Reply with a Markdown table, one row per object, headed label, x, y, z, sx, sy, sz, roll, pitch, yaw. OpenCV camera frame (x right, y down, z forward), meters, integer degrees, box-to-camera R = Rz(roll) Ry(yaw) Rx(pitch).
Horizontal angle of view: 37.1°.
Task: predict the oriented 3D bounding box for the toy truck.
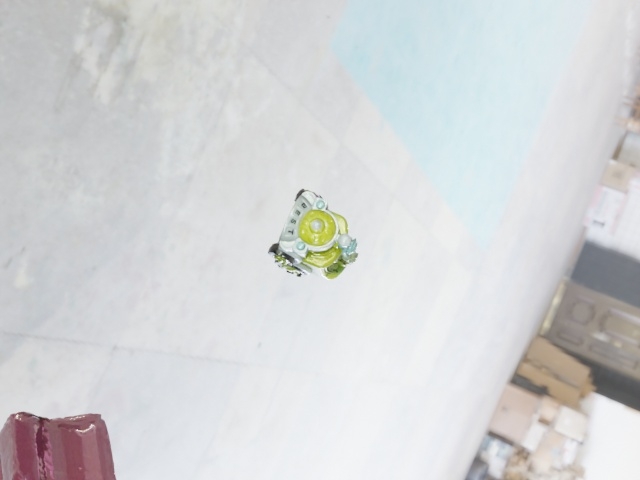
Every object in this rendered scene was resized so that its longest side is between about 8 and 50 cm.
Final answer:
| label | x | y | z | sx | sy | sz | roll | pitch | yaw |
| --- | --- | --- | --- | --- | --- | --- | --- | --- | --- |
| toy truck | 0.000 | 0.000 | 0.916 | 0.111 | 0.077 | 0.076 | 70 | 45 | -75 |

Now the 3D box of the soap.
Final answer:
| label | x | y | z | sx | sy | sz | roll | pitch | yaw |
| --- | --- | --- | --- | --- | --- | --- | --- | --- | --- |
| soap | -0.298 | 0.394 | 1.011 | 0.128 | 0.359 | 0.233 | 11 | 130 | -31 |
